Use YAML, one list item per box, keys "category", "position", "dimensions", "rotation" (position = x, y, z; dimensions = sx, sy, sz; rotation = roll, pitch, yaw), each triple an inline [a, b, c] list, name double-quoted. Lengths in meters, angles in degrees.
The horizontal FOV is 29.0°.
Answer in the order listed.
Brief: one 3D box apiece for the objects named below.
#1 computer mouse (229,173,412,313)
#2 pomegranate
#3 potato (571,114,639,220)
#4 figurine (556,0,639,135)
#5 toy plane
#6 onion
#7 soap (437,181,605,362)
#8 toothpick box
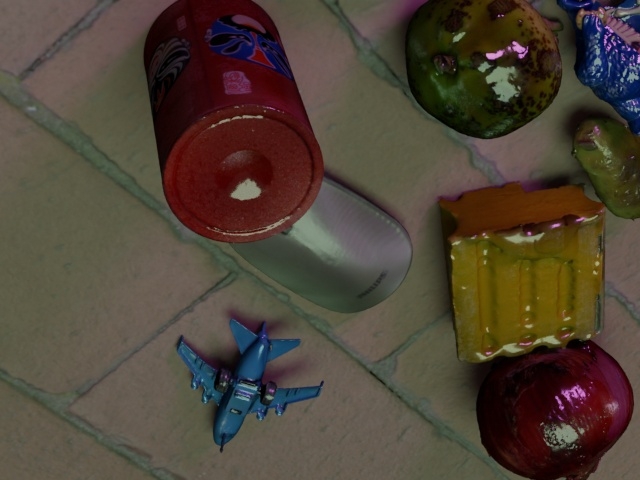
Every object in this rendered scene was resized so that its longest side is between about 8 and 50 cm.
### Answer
- category: "computer mouse"
  position: [0.001, 0.003, 1.943]
  dimensions: [0.331, 0.095, 0.197]
  rotation: [30, 109, -29]
- category: "pomegranate"
  position: [0.257, -0.266, 1.739]
  dimensions: [0.277, 0.222, 0.204]
  rotation: [-22, 172, -17]
- category: "potato"
  position: [0.469, -0.118, 1.954]
  dimensions: [0.225, 0.090, 0.117]
  rotation: [43, 69, -38]
- category: "figurine"
  position: [0.428, -0.286, 1.820]
  dimensions: [0.164, 0.121, 0.262]
  rotation: [-33, 104, -19]
- category: "toy plane"
  position: [-0.133, 0.252, 2.086]
  dimensions: [0.254, 0.105, 0.271]
  rotation: [18, 116, -8]
- category: "onion"
  position: [0.406, 0.296, 2.135]
  dimensions: [0.276, 0.276, 0.276]
  rotation: [-6, 126, -9]
- category: "soap"
  position: [0.331, 0.052, 2.020]
  dimensions: [0.259, 0.143, 0.281]
  rotation: [-9, 126, -1]
- category: "toothpick box"
  position: [-0.123, -0.171, 1.636]
  dimensions: [0.204, 0.333, 0.204]
  rotation: [-6, 127, -9]
